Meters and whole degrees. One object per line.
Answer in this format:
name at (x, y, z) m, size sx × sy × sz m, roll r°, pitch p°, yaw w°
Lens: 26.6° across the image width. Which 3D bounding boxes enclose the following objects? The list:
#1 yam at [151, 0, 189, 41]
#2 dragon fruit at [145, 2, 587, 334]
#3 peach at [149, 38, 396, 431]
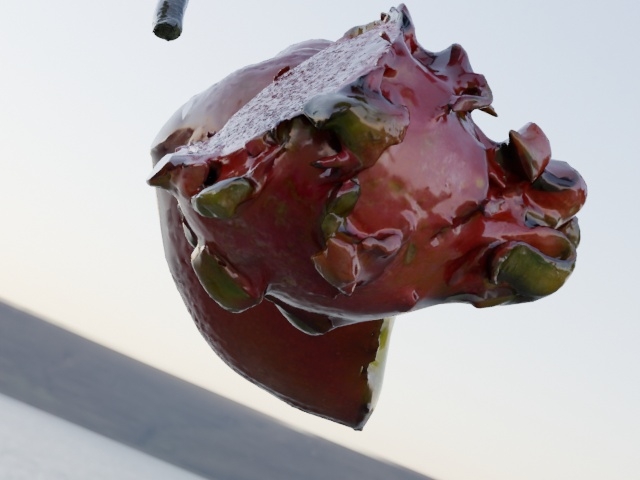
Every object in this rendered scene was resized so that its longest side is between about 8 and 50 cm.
yam at (-0.110, -0.176, 0.988) m, size 0.033 × 0.129 × 0.027 m, roll -22°, pitch -57°, yaw 16°
dragon fruit at (0.031, -0.024, 0.579) m, size 0.208 × 0.150 × 0.133 m, roll 13°, pitch 8°, yaw -27°
peach at (0.000, 0.000, 1.207) m, size 0.338 × 0.281 × 0.281 m, roll 65°, pitch -17°, yaw -3°
